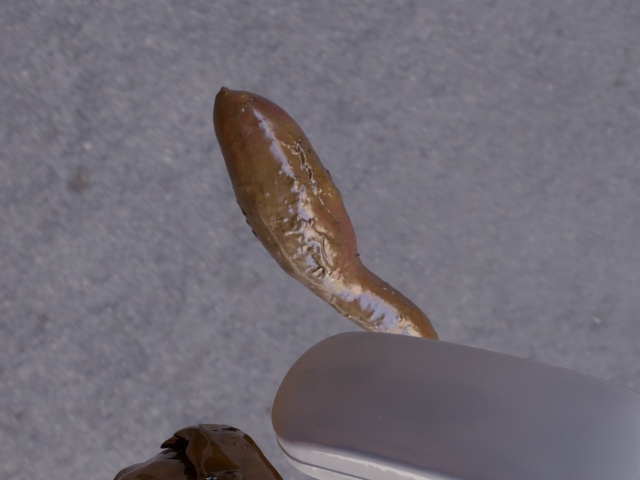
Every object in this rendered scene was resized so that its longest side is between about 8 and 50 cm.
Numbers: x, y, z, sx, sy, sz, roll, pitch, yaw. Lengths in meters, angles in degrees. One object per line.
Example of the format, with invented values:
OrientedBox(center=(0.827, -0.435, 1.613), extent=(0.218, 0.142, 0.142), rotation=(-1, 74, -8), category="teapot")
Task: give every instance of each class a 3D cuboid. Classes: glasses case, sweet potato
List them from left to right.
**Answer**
OrientedBox(center=(0.000, 0.000, 1.772), extent=(0.109, 0.109, 0.385), rotation=(-38, 107, -9), category="sweet potato")
OrientedBox(center=(0.080, 0.104, 0.904), extent=(0.092, 0.233, 0.059), rotation=(-60, 145, -32), category="glasses case")

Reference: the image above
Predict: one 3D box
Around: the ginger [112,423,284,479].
OrientedBox(center=(-0.046, 0.190, 0.736), extent=(0.165, 0.321, 0.172), rotation=(27, 90, -23), category="ginger")
